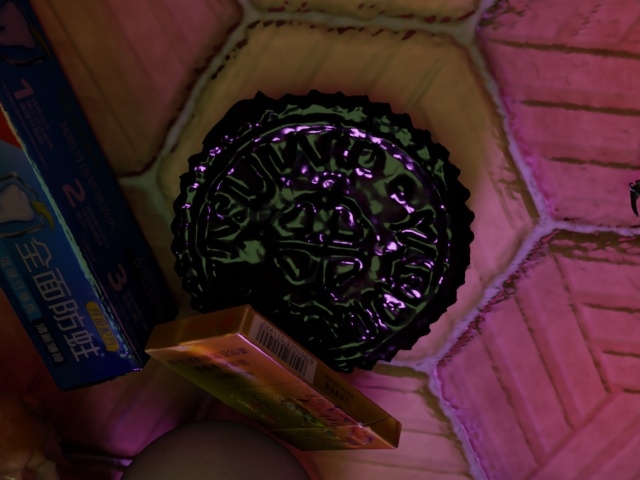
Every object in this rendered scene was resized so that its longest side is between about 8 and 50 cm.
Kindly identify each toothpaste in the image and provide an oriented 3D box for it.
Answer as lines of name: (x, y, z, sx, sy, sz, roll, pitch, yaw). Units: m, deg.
toothpaste: (-0.185, -0.066, 0.426, 0.066, 0.076, 0.320, -18, 108, 15)

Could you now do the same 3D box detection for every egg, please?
egg: (-0.067, 0.211, 0.486, 0.150, 0.149, 0.192, -4, 118, 6)

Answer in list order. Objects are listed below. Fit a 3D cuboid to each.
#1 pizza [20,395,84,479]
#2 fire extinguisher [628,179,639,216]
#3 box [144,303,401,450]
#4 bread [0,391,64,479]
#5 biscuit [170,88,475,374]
pizza: (-0.236, 0.164, 0.540, 0.178, 0.041, 0.130, 13, 115, 0)
fire extinguisher: (0.225, -0.051, 0.428, 0.046, 0.032, 0.100, 26, 116, -42)
box: (-0.026, 0.095, 0.459, 0.089, 0.022, 0.156, -13, 136, 38)
bread: (-0.263, 0.261, 0.411, 0.270, 0.211, 0.315, -14, 96, -5)
biscuit: (0.000, 0.000, 0.449, 0.195, 0.053, 0.194, 2, 112, 4)
